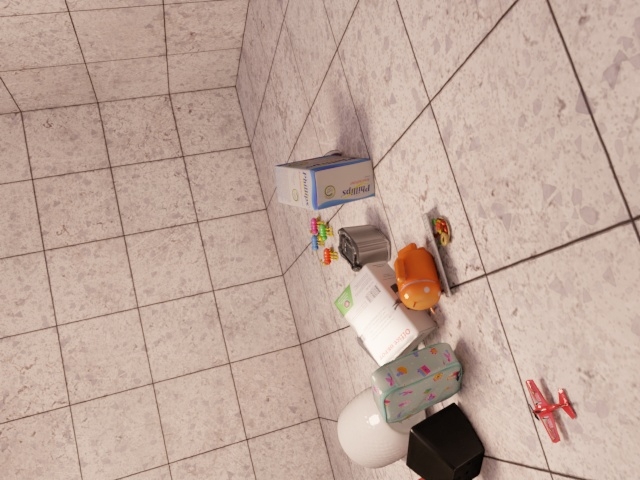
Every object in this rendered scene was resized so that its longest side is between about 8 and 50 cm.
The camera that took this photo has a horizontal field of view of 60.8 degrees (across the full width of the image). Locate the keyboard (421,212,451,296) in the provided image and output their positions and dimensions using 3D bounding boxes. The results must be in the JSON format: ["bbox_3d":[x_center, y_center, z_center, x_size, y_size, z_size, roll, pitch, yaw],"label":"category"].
[{"bbox_3d":[0.344,0.044,1.619,0.072,0.014,0.256,31,-137,-81],"label":"keyboard"}]

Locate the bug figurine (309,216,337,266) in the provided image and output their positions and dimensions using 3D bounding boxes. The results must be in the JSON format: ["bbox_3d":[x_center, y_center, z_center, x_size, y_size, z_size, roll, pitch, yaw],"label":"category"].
[{"bbox_3d":[0.000,0.000,2.689,0.279,0.072,0.216,-135,37,-63],"label":"bug figurine"}]

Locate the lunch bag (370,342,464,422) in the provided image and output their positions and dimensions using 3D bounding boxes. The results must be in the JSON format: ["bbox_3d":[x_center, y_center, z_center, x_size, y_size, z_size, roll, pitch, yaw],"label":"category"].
[{"bbox_3d":[0.296,0.435,1.647,0.108,0.279,0.224,-118,12,-45],"label":"lunch bag"}]

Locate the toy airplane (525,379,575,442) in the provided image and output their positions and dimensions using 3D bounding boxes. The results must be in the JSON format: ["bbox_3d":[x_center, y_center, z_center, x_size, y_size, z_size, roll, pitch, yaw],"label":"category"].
[{"bbox_3d":[0.530,0.384,1.257,0.151,0.028,0.151,167,90,-73],"label":"toy airplane"}]

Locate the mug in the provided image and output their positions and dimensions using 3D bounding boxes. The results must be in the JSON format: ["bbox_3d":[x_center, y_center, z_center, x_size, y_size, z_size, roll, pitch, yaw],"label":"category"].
[{"bbox_3d":[0.273,0.696,1.993,0.374,0.276,0.328,43,146,10],"label":"mug"}]

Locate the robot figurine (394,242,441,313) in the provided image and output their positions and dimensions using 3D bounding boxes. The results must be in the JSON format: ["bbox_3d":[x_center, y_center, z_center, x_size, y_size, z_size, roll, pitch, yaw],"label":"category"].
[{"bbox_3d":[0.295,0.116,1.649,0.158,0.128,0.220,70,-168,-53],"label":"robot figurine"}]

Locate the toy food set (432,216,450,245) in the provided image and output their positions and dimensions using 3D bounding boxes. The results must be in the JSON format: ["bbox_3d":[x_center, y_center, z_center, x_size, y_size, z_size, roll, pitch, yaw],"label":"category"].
[{"bbox_3d":[0.350,-0.027,1.585,0.082,0.020,0.083,-151,51,-69],"label":"toy food set"}]

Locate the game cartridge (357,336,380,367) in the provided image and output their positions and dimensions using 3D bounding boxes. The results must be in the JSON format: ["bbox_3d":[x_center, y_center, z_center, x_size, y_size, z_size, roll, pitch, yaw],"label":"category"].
[{"bbox_3d":[0.224,0.412,2.062,0.196,0.060,0.294,43,166,8],"label":"game cartridge"}]

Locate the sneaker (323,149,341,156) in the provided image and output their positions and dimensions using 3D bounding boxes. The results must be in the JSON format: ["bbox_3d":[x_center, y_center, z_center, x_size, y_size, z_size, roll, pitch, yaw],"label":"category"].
[{"bbox_3d":[0.046,-0.243,2.320,0.283,0.107,0.124,103,144,-56],"label":"sneaker"}]

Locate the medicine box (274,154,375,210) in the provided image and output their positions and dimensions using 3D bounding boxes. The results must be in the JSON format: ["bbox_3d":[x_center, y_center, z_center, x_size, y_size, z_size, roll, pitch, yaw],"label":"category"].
[{"bbox_3d":[0.012,-0.223,2.047,0.289,0.263,0.149,16,117,55],"label":"medicine box"}]

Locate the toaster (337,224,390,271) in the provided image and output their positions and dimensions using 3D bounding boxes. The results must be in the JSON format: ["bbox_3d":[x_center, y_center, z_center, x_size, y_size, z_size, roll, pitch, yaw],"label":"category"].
[{"bbox_3d":[0.163,0.026,2.026,0.227,0.146,0.129,-128,30,-58],"label":"toaster"}]

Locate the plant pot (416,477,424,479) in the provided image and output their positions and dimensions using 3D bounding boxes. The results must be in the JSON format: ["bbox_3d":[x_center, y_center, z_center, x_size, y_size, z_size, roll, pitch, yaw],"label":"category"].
[{"bbox_3d":[0.384,0.907,1.829,0.174,0.191,0.191,-134,35,-66],"label":"plant pot"}]

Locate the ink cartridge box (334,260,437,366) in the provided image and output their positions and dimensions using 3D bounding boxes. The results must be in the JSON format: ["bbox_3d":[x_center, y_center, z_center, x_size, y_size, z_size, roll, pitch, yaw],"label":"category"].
[{"bbox_3d":[0.211,0.246,1.816,0.289,0.121,0.211,54,125,24],"label":"ink cartridge box"}]

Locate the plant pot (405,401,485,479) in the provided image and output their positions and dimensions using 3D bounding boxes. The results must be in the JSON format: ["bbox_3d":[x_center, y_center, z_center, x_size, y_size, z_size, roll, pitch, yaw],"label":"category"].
[{"bbox_3d":[0.390,0.648,1.666,0.167,0.188,0.188,40,140,47],"label":"plant pot"}]

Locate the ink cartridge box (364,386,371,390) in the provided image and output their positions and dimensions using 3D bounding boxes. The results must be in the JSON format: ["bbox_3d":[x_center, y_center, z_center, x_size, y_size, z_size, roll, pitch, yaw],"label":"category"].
[{"bbox_3d":[0.264,0.698,2.279,0.140,0.082,0.191,114,139,-64],"label":"ink cartridge box"}]
